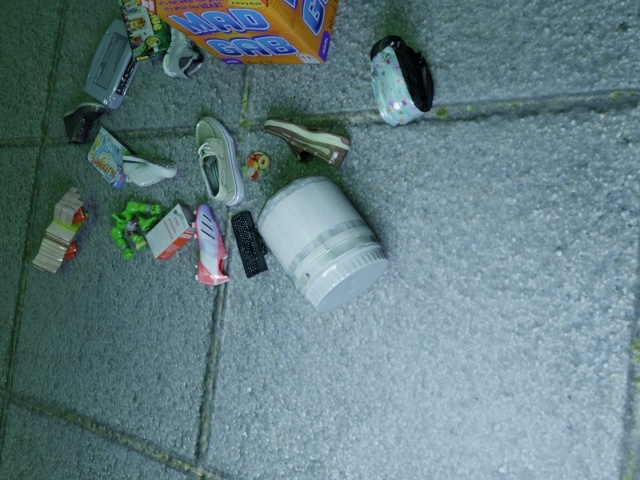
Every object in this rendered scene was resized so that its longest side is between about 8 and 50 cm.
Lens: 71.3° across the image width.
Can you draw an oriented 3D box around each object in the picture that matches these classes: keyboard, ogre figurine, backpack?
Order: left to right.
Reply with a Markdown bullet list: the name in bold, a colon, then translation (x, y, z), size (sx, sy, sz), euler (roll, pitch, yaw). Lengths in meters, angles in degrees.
- **ogre figurine**: translation (-0.604, -0.050, 1.441), size (0.118, 0.097, 0.197), euler (34, 112, 15)
- **keyboard**: translation (-0.202, 0.003, 1.252), size (0.100, 0.038, 0.191), euler (-27, 73, 23)
- **backpack**: translation (0.186, -0.363, 1.041), size (0.115, 0.152, 0.181), euler (-21, 77, 41)

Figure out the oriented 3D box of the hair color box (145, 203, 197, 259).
- **hair color box**: translation (-0.458, -0.026, 1.383), size (0.167, 0.053, 0.093), euler (-39, 67, 20)

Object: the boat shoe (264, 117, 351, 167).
- **boat shoe**: translation (-0.049, -0.253, 1.171), size (0.258, 0.095, 0.095), euler (22, 100, 28)

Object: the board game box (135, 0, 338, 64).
- **board game box**: translation (-0.181, -0.700, 1.144), size (0.357, 0.356, 0.356), euler (12, 90, 28)

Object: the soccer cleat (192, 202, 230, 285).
- **soccer cleat**: translation (-0.316, 0.009, 1.300), size (0.095, 0.083, 0.247), euler (-5, 75, -2)

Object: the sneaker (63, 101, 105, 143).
- **sneaker**: translation (-0.858, -0.426, 1.637), size (0.222, 0.083, 0.117), euler (-8, 86, 35)

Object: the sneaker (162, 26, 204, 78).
- **sneaker**: translation (-0.414, -0.625, 1.423), size (0.132, 0.086, 0.228), euler (25, 106, 23)

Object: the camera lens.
- **camera lens**: translation (0.000, 0.000, 1.041), size (0.219, 0.219, 0.274), euler (-43, 67, 17)

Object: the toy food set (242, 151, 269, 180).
- **toy food set**: translation (-0.184, -0.213, 1.277), size (0.083, 0.020, 0.082), euler (29, 98, 27)

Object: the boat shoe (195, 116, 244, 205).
- **boat shoe**: translation (-0.307, -0.244, 1.305), size (0.109, 0.094, 0.302), euler (-32, 71, 21)

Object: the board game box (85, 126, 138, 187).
- **board game box**: translation (-0.740, -0.294, 1.575), size (0.201, 0.035, 0.136), euler (38, 102, 26)

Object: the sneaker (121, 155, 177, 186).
- **sneaker**: translation (-0.552, -0.220, 1.449), size (0.235, 0.090, 0.094), euler (14, 104, 32)

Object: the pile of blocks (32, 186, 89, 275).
- **pile of blocks**: translation (-0.913, -0.017, 1.612), size (0.113, 0.149, 0.362), euler (30, 113, -15)

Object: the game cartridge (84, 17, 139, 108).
- **game cartridge**: translation (-0.743, -0.641, 1.610), size (0.196, 0.060, 0.294), euler (32, 99, 24)

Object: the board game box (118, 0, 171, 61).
- **board game box**: translation (-0.596, -0.735, 1.522), size (0.136, 0.030, 0.259), euler (-18, 73, -7)
